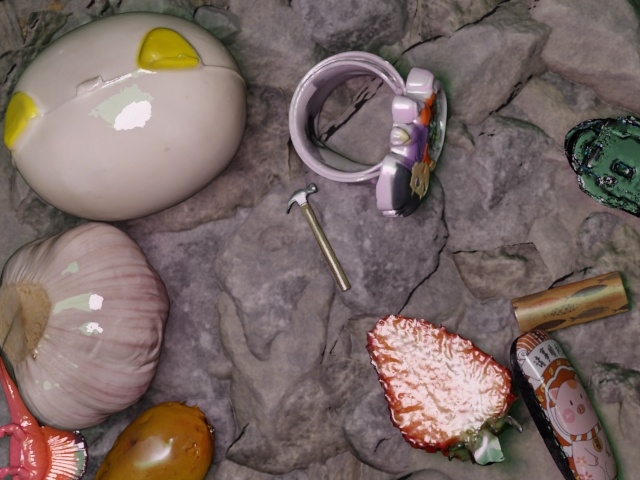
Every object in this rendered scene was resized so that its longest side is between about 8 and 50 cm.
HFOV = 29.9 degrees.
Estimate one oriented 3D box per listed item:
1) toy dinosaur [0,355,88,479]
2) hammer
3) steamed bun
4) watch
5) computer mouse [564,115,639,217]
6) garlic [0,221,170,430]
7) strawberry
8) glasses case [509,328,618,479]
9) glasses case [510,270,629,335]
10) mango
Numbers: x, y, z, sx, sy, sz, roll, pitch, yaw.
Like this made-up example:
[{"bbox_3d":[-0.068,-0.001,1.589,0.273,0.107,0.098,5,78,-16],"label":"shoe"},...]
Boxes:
[{"bbox_3d":[-0.453,0.315,1.957,0.139,0.070,0.286,-6,80,-2],"label":"toy dinosaur"},{"bbox_3d":[0.000,0.000,1.934,0.062,0.017,0.182,-26,82,6],"label":"hammer"},{"bbox_3d":[-0.296,-0.189,1.845,0.374,0.334,0.333,-26,81,5],"label":"steamed bun"},{"bbox_3d":[0.064,-0.166,1.860,0.231,0.196,0.244,11,89,17],"label":"watch"},{"bbox_3d":[0.481,-0.105,1.837,0.242,0.077,0.146,30,90,7],"label":"computer mouse"},{"bbox_3d":[-0.368,0.134,1.866,0.317,0.259,0.317,2,93,45],"label":"garlic"},{"bbox_3d":[0.191,0.233,1.841,0.188,0.106,0.286,-42,67,-2],"label":"strawberry"},{"bbox_3d":[0.365,0.260,1.800,0.067,0.103,0.266,-29,84,36],"label":"glasses case"},{"bbox_3d":[0.384,0.099,1.850,0.170,0.041,0.064,-16,83,7],"label":"glasses case"},{"bbox_3d":[-0.272,0.360,1.887,0.248,0.151,0.156,-49,48,8],"label":"mango"}]
